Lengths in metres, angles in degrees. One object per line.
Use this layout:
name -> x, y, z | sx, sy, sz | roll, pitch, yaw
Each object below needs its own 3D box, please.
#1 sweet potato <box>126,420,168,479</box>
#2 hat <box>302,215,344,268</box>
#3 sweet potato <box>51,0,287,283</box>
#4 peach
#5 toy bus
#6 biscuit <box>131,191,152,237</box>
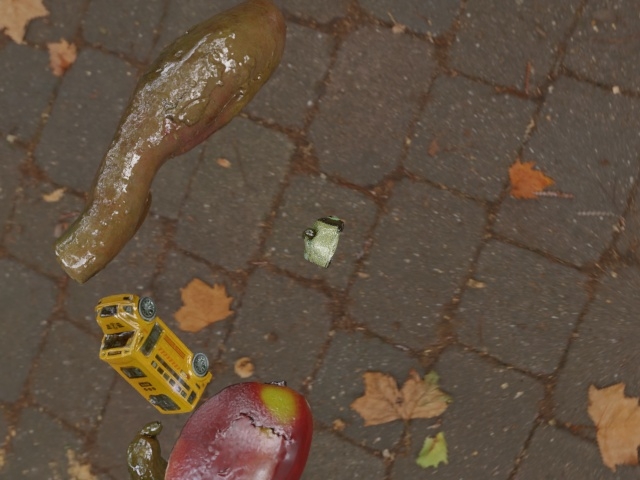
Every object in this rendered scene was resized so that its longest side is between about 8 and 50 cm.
sweet potato -> -0.324, 0.488, 1.610 | 0.124, 0.098, 0.309 | 22, 117, 17
hat -> 0.000, -0.001, 1.303 | 0.059, 0.077, 0.076 | 15, 105, -3
sweet potato -> -0.150, -0.128, 0.863 | 0.109, 0.109, 0.385 | 24, 64, 23
peach -> -0.118, 0.320, 1.177 | 0.189, 0.068, 0.279 | 39, 76, -12
toy bus -> -0.204, 0.134, 0.990 | 0.070, 0.162, 0.074 | -11, 41, 34
biscuit -> -0.313, -0.048, 1.299 | 0.026, 0.175, 0.124 | 34, 67, 13
